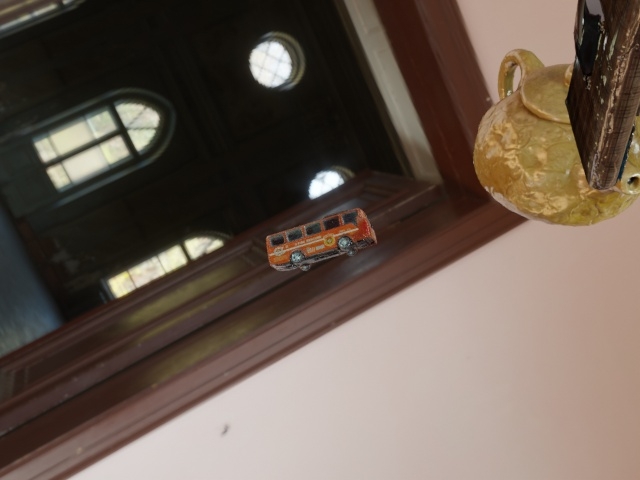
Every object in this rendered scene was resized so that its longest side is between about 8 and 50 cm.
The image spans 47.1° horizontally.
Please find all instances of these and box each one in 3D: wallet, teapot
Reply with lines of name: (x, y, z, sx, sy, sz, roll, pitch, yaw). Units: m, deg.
wallet: (0.238, -0.157, 0.607, 0.230, 0.042, 0.124, 70, 13, -54)
teapot: (0.282, -0.138, 0.852, 0.311, 0.203, 0.167, -108, -169, -47)

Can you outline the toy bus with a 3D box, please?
toy bus: (0.000, 0.000, 0.742, 0.031, 0.110, 0.043, 43, 32, -66)
